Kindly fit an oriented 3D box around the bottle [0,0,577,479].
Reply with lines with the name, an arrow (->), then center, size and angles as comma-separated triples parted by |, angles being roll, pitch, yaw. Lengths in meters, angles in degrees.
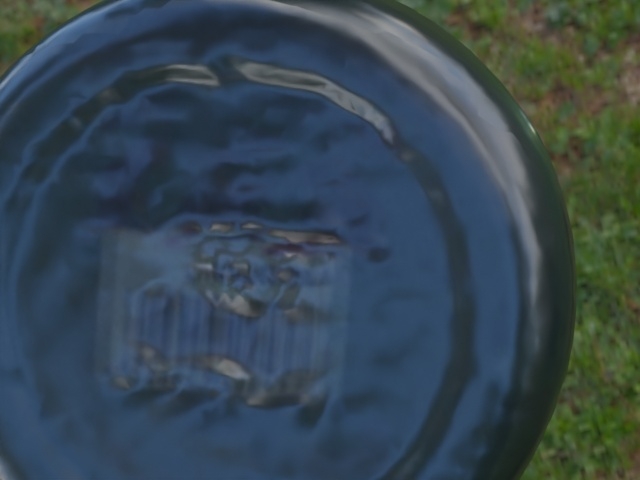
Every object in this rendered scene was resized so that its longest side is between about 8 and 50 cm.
bottle -> 0.000, 0.000, 0.500 | 0.144, 0.336, 0.144 | 1, 95, 6
